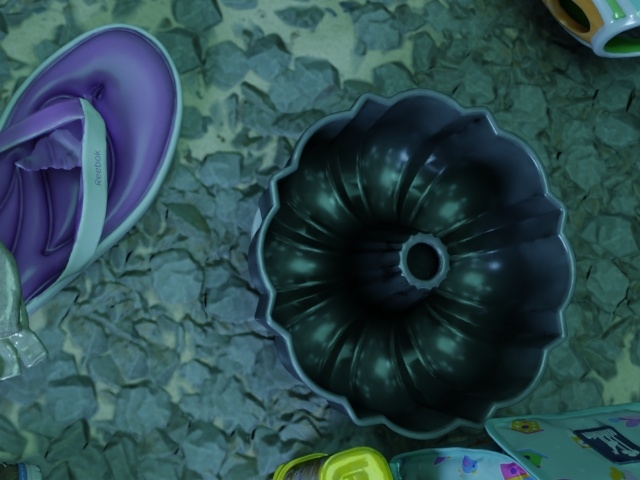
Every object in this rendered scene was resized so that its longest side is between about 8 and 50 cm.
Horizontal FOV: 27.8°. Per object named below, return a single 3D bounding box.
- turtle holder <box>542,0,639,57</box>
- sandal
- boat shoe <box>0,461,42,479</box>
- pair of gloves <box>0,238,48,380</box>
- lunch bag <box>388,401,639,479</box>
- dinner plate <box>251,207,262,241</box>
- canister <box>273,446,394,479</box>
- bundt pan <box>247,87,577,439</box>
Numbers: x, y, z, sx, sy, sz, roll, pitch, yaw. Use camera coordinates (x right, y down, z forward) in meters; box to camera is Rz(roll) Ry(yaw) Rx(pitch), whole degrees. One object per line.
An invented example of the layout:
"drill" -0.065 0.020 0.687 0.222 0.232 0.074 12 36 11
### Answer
"turtle holder" 0.363 -0.319 1.368 0.320 0.243 0.227 -1 75 -30
"sandal" -0.263 -0.035 1.195 0.169 0.102 0.416 36 73 -4
"boat shoe" -0.277 0.273 1.110 0.066 0.066 0.183 9 39 -21
"pair of gloves" -0.375 0.059 1.119 0.240 0.042 0.204 -24 79 -3
"lunch bag" 0.221 0.233 1.156 0.223 0.262 0.160 -1 75 -29
"dinner plate" 0.000 0.000 1.306 0.141 0.017 0.141 3 77 -13
"canister" 0.018 0.251 1.168 0.073 0.170 0.126 -14 81 -18
"bundt pan" 0.076 0.026 1.249 0.331 0.124 0.331 3 82 -20
